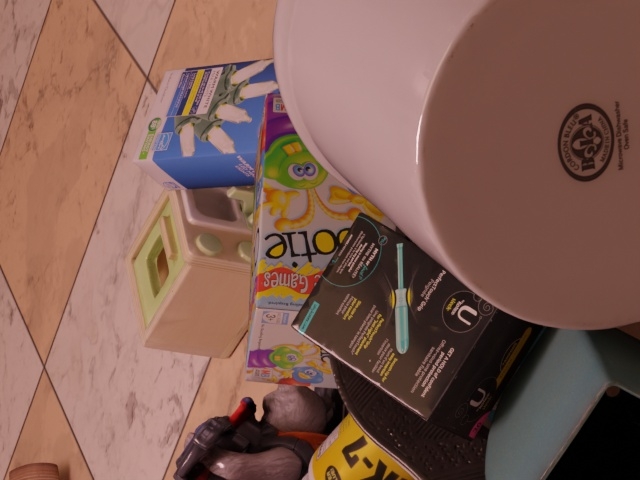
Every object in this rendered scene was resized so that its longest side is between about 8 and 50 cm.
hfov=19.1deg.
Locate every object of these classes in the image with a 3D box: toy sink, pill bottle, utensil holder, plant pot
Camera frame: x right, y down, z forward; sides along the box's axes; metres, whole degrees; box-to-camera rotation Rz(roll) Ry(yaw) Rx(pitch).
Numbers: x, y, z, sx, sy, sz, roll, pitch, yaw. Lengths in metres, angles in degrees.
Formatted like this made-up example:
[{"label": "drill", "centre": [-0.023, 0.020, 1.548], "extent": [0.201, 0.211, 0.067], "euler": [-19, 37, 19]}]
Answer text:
[{"label": "toy sink", "centre": [-0.136, 0.008, 2.333], "extent": [0.234, 0.131, 0.153], "euler": [-56, 36, 37]}, {"label": "pill bottle", "centre": [0.063, 0.221, 1.880], "extent": [0.208, 0.119, 0.119], "euler": [-51, 38, 31]}, {"label": "utensil holder", "centre": [0.159, -0.130, 1.565], "extent": [0.385, 0.328, 0.327], "euler": [-129, 54, -67]}, {"label": "plant pot", "centre": [0.231, 0.160, 1.538], "extent": [0.165, 0.166, 0.234], "euler": [-58, 16, 17]}]

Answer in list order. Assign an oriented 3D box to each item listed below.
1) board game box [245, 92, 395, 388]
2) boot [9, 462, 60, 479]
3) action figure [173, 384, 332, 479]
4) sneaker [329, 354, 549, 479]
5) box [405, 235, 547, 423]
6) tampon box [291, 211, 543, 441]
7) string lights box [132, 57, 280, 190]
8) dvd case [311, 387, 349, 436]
[{"label": "board game box", "centre": [0.000, 0.000, 1.988], "extent": [0.144, 0.142, 0.275], "euler": [101, 172, -53]}, {"label": "boot", "centre": [-0.452, 0.466, 2.816], "extent": [0.283, 0.109, 0.220], "euler": [-28, 60, 47]}, {"label": "action figure", "centre": [-0.076, 0.304, 2.067], "extent": [0.341, 0.178, 0.330], "euler": [39, -106, -83]}, {"label": "sneaker", "centre": [0.126, 0.193, 1.724], "extent": [0.124, 0.178, 0.295], "euler": [-36, 57, -5]}, {"label": "box", "centre": [0.152, 0.062, 1.854], "extent": [0.100, 0.060, 0.244], "euler": [-61, 33, 31]}, {"label": "tampon box", "centre": [0.083, 0.074, 1.623], "extent": [0.161, 0.101, 0.120], "euler": [33, 92, 31]}, {"label": "string lights box", "centre": [-0.084, -0.136, 2.218], "extent": [0.260, 0.077, 0.133], "euler": [-3, 59, 39]}, {"label": "dvd case", "centre": [0.037, 0.208, 2.052], "extent": [0.179, 0.030, 0.238], "euler": [-9, 72, 61]}]
